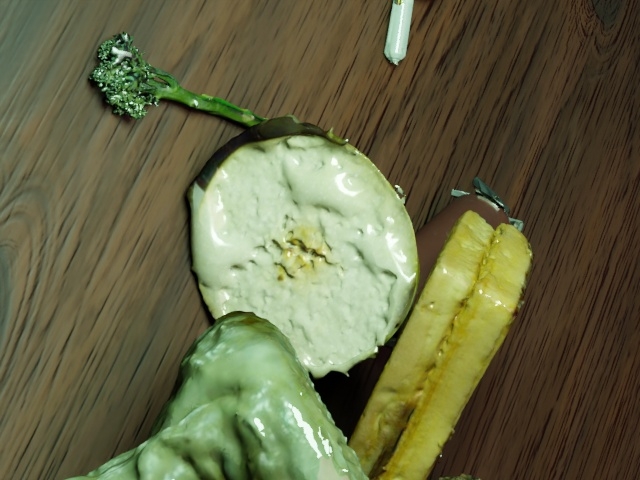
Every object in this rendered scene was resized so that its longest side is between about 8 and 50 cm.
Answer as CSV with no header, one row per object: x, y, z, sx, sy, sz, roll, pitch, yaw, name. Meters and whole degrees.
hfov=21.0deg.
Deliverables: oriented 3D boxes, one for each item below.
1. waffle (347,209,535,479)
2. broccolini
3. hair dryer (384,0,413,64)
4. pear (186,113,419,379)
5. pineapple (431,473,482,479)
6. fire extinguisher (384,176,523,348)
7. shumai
0.107,0.145,1.774,0.328,0.098,0.224,-64,176,22,waffle
-0.123,-0.140,1.737,0.254,0.057,0.071,16,119,-42,broccolini
0.100,-0.267,1.987,0.082,0.047,0.137,15,82,-46,hair dryer
0.001,0.003,1.770,0.178,0.267,0.267,-15,99,-69,pear
0.114,0.319,1.926,0.197,0.108,0.108,1,87,-40,pineapple
0.144,0.014,1.983,0.269,0.105,0.105,-40,116,-40,fire extinguisher
-0.125,0.266,1.567,0.323,0.397,0.324,-26,87,-13,shumai
